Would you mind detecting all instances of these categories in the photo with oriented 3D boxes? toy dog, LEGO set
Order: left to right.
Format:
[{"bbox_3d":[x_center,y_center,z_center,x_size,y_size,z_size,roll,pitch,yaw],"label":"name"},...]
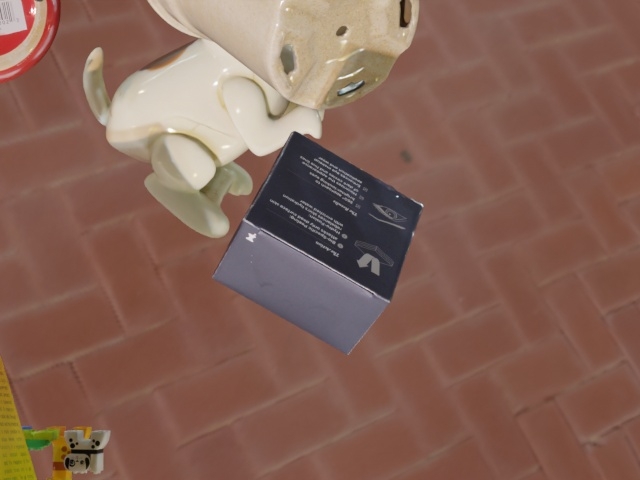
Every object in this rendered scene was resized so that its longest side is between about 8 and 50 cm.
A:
[{"bbox_3d":[-0.375,0.296,1.411,0.227,0.087,0.093,-2,85,13],"label":"LEGO set"},{"bbox_3d":[-0.160,-0.284,1.808,0.395,0.408,0.284,39,23,1],"label":"toy dog"}]

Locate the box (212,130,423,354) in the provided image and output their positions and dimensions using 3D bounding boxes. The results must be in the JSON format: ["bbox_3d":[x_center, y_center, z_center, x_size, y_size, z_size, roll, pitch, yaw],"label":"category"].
[{"bbox_3d":[0.000,0.000,1.046,0.156,0.093,0.158,30,41,-5],"label":"box"}]

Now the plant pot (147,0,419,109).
[{"bbox_3d":[-0.039,-0.344,1.424,0.334,0.334,0.305,-14,46,-27],"label":"plant pot"}]

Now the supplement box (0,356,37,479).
[{"bbox_3d":[-0.430,0.315,1.186,0.194,0.195,0.356,-19,80,-2],"label":"supplement box"}]

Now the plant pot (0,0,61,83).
[{"bbox_3d":[-0.383,-0.271,1.165,0.191,0.174,0.191,-10,112,-24],"label":"plant pot"}]
